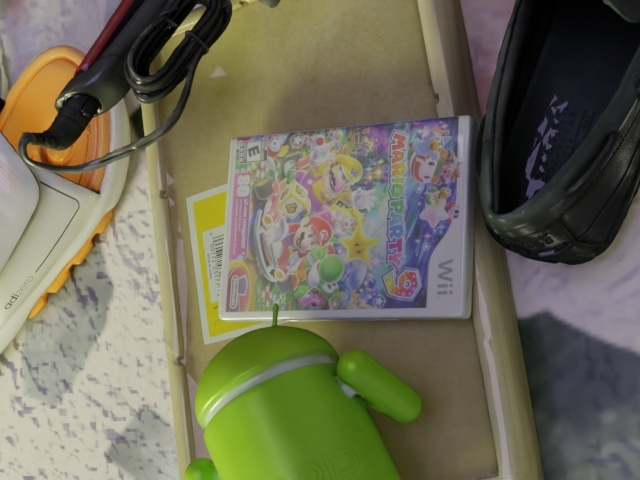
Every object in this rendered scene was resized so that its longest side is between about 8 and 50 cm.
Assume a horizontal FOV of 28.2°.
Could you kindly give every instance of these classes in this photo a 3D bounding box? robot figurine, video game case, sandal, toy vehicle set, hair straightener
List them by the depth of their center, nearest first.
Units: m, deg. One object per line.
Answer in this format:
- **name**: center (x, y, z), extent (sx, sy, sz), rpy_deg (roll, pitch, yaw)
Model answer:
- **robot figurine**: center (-0.010, 0.085, 0.523), extent (0.101, 0.067, 0.115), rpy_deg (-39, 63, 23)
- **video game case**: center (0.010, -0.008, 0.565), extent (0.122, 0.011, 0.087), rpy_deg (-3, 78, 29)
- **toy vehicle set**: center (0.000, 0.000, 0.598), extent (0.166, 0.035, 0.267), rpy_deg (-16, 72, 26)
- **hair straightener**: center (-0.063, -0.122, 0.603), extent (0.089, 0.047, 0.230), rpy_deg (12, 60, 46)
- **sandal**: center (-0.196, 0.011, 0.684), extent (0.102, 0.076, 0.265), rpy_deg (35, 97, 31)

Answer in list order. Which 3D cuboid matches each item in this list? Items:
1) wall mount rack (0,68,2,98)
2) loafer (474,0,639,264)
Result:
- **wall mount rack**: center (-0.284, -0.210, 0.753), extent (0.304, 0.130, 0.350), rpy_deg (-44, 63, 15)
- **loafer**: center (0.119, -0.099, 0.526), extent (0.076, 0.078, 0.223), rpy_deg (16, 88, 31)
